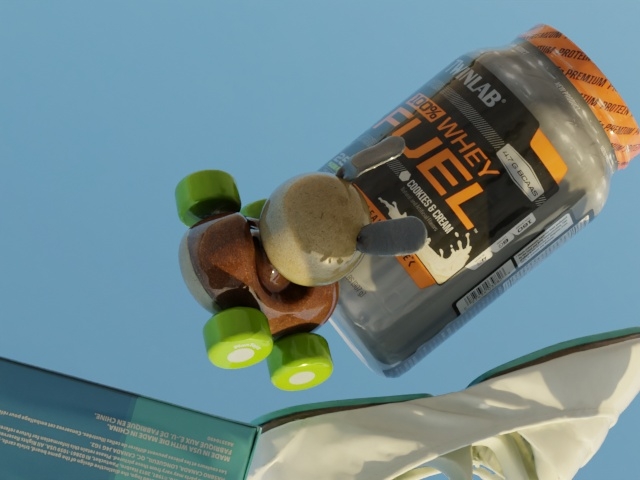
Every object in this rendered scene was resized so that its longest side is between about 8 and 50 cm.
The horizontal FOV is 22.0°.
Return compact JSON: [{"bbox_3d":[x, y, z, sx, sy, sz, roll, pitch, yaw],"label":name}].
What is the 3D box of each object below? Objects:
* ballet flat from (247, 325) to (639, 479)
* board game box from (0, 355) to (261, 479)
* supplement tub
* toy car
[{"bbox_3d":[0.126,0.178,1.389,0.400,0.139,0.139,-11,-123,-20],"label":"ballet flat"},{"bbox_3d":[-0.197,0.232,0.884,0.254,0.079,0.336,16,-114,-5],"label":"board game box"},{"bbox_3d":[0.121,-0.040,1.474,0.193,0.316,0.193,50,176,5],"label":"supplement tub"},{"bbox_3d":[0.000,0.000,1.256,0.149,0.188,0.155,25,-138,-49],"label":"toy car"}]
